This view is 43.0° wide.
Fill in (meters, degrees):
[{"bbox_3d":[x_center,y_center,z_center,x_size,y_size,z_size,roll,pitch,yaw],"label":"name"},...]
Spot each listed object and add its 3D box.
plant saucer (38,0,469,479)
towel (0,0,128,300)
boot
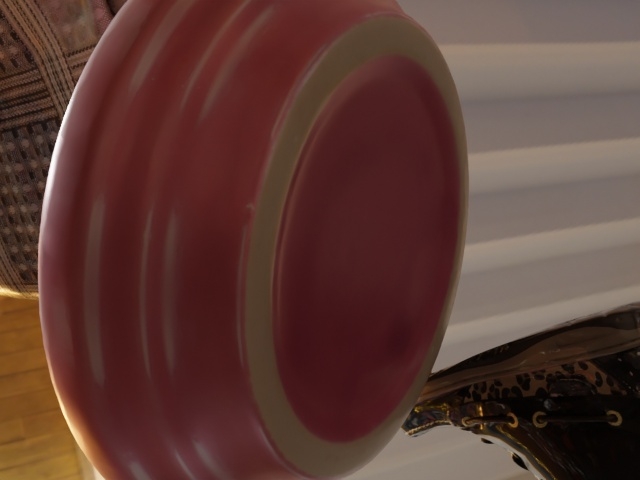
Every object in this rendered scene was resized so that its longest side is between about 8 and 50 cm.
[{"bbox_3d":[0.000,0.000,0.457,0.084,0.332,0.332,9,-4,30],"label":"plant saucer"},{"bbox_3d":[-0.237,-0.089,0.627,0.312,0.324,0.056,0,26,36],"label":"towel"},{"bbox_3d":[0.153,0.155,0.544,0.085,0.178,0.236,-11,-15,-39],"label":"boot"}]
